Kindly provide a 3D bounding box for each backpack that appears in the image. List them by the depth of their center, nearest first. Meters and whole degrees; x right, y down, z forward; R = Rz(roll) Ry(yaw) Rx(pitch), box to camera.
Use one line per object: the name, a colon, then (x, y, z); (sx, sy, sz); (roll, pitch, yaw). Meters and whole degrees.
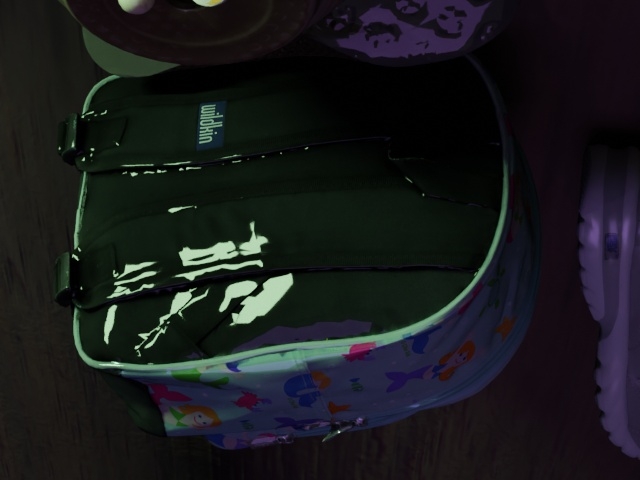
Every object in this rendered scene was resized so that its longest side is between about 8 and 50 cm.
backpack: (0.000, 0.000, 1.118); (0.253, 0.225, 0.191); (-12, 147, 17)

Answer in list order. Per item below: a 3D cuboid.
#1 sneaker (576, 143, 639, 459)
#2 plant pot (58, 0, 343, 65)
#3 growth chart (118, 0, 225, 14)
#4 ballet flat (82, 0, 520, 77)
sneaker: (0.231, 0.053, 1.227); (0.115, 0.105, 0.281); (0, 144, 17)
plant pot: (-0.059, -0.159, 0.922); (0.237, 0.110, 0.237); (2, 152, 1)
growth chart: (-0.008, -0.195, 0.748); (0.237, 0.172, 0.021); (-25, 158, 40)
ballet flat: (-0.011, -0.132, 1.082); (0.249, 0.058, 0.084); (-7, 107, 17)
